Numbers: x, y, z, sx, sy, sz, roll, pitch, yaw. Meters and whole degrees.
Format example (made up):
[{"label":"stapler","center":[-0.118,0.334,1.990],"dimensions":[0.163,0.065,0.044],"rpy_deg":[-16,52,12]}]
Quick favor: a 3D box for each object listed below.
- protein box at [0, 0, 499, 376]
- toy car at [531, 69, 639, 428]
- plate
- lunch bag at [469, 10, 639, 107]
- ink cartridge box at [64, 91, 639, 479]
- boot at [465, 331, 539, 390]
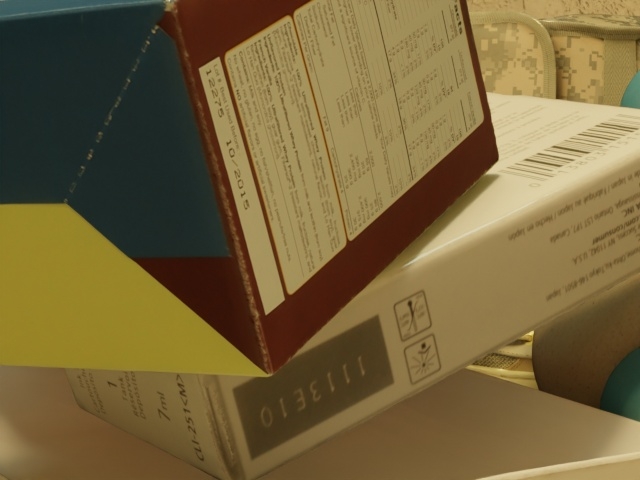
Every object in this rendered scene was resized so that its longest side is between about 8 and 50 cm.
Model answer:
[{"label":"protein box","center":[-0.066,-0.054,0.642],"dimensions":[0.199,0.136,0.201],"rpy_deg":[0,24,32]},{"label":"toy car","center":[0.254,0.046,0.838],"dimensions":[0.238,0.210,0.219],"rpy_deg":[29,14,-16]},{"label":"plate","center":[-0.031,0.094,0.713],"dimensions":[0.278,0.045,0.277],"rpy_deg":[-5,11,-36]},{"label":"lunch bag","center":[0.205,-0.075,1.367],"dimensions":[0.287,0.235,0.169],"rpy_deg":[1,7,-3]},{"label":"ink cartridge box","center":[0.000,0.000,0.741],"dimensions":[0.275,0.060,0.239],"rpy_deg":[-25,22,-30]},{"label":"boot","center":[0.109,0.006,0.976],"dimensions":[0.213,0.165,0.077],"rpy_deg":[1,8,6]}]
